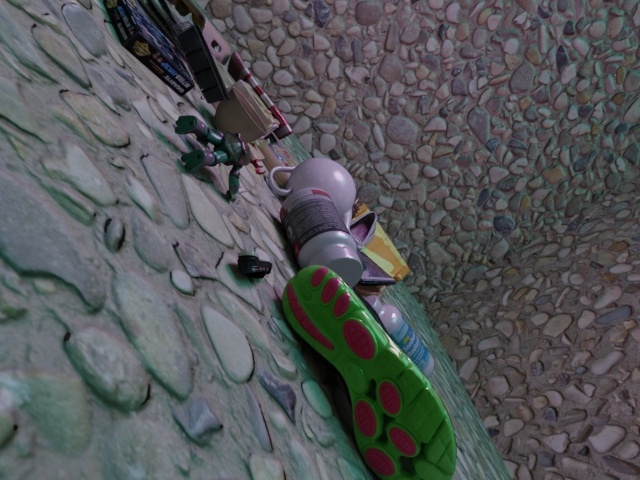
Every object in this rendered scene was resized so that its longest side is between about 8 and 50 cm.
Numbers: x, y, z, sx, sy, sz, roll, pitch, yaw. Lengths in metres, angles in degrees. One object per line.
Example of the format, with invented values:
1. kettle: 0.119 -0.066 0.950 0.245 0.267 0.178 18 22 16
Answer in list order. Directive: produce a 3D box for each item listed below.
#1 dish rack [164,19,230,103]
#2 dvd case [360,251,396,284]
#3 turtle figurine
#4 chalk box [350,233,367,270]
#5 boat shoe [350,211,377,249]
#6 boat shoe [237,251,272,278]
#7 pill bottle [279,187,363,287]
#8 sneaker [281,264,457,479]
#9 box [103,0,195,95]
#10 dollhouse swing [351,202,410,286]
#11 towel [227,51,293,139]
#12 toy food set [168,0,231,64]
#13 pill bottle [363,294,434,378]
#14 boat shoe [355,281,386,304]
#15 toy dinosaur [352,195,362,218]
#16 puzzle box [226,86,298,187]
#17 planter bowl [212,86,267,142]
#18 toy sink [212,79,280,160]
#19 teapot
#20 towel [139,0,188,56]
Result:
1. dish rack: -0.349 -0.509 1.417 0.271 0.074 0.208 54 -13 51
2. dvd case: 0.152 0.093 1.847 0.165 0.018 0.221 7 25 -37
3. turtle figurine: -0.215 -0.188 1.107 0.175 0.118 0.234 58 15 16
4. chalk box: 0.045 0.049 1.528 0.132 0.132 0.213 53 11 -25
5. boat shoe: 0.121 -0.014 1.875 0.118 0.103 0.320 30 34 19
6. boat shoe: -0.122 0.052 0.951 0.133 0.049 0.042 46 40 -75
7. pill bottle: 0.000 0.000 1.367 0.161 0.161 0.283 46 13 -45
8. sneaker: 0.111 0.253 0.997 0.482 0.185 0.202 60 14 17
9. box: -0.417 -0.482 1.255 0.175 0.051 0.220 60 10 26
10. dollhouse swing: 0.142 0.079 2.127 0.346 0.305 0.315 55 -32 0
11. towel: -0.218 -0.514 1.837 0.329 0.037 0.237 53 -6 -14
12. toy food set: -0.433 -0.723 1.647 0.306 0.092 0.220 49 6 9
13. pill bottle: 0.191 0.281 1.416 0.264 0.146 0.146 53 10 -14
14. boat shoe: 0.170 0.201 1.770 0.302 0.109 0.098 -20 116 -80
15. toy dinosaur: 0.052 -0.165 1.890 0.127 0.200 0.295 -12 73 -34
16. puzzle box: -0.202 -0.373 1.914 0.409 0.052 0.272 56 12 3
17. planter bowl: -0.245 -0.347 1.480 0.162 0.109 0.162 53 9 -13
18. toy sink: -0.224 -0.396 1.684 0.234 0.131 0.153 55 10 -6
19. teapot: -0.016 -0.140 1.684 0.187 0.256 0.252 -61 144 -45
20. towel: -0.484 -0.721 1.729 0.324 0.056 0.312 50 11 -25
